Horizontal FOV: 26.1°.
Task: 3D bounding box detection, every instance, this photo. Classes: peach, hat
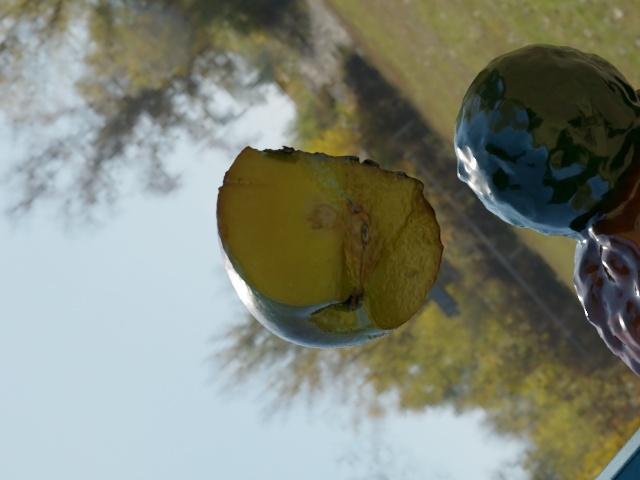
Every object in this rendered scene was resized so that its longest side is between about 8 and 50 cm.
[{"bbox_3d":[-0.004,0.006,0.904,0.151,0.151,0.118,48,147,-10],"label":"peach"},{"bbox_3d":[0.280,0.017,0.942,0.400,0.285,0.285,18,-168,-10],"label":"hat"}]

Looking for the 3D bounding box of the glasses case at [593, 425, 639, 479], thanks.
[{"bbox_3d":[0.175,0.178,0.728,0.117,0.301,0.070,36,-151,5],"label":"glasses case"}]
